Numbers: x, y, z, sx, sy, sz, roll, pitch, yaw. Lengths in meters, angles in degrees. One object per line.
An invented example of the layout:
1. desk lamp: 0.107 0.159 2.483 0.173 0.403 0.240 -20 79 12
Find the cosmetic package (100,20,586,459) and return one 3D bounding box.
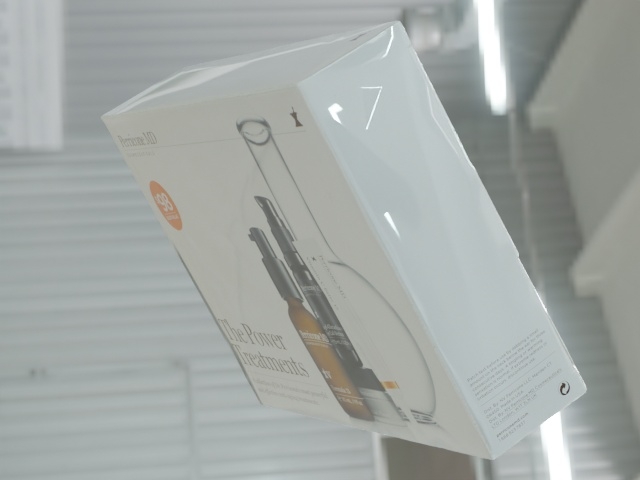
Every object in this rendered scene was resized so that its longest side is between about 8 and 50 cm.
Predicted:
1. cosmetic package: 0.000 0.000 1.255 0.377 0.097 0.284 0 -61 64
